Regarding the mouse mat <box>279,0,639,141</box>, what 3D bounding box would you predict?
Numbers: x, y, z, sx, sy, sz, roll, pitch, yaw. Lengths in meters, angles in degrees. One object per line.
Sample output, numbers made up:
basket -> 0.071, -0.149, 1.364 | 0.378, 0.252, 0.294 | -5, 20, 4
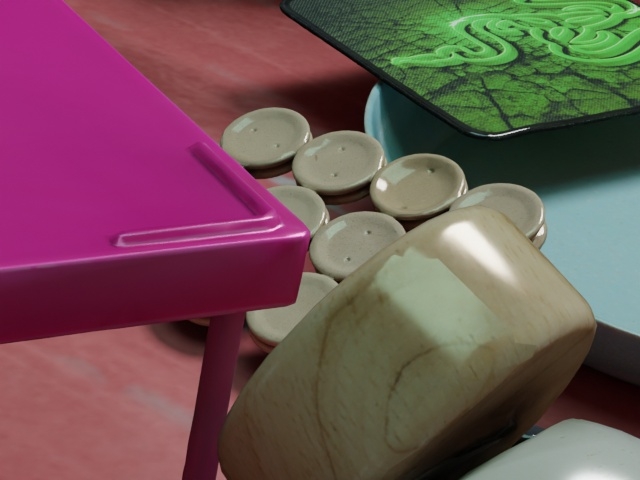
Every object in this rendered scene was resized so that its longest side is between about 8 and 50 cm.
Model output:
mouse mat -> 0.094, -0.091, 0.914 | 0.190, 0.007, 0.152 | -12, 35, -37

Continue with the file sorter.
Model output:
file sorter -> -0.189, 0.044, 0.468 | 0.291, 0.182, 0.202 | -7, 31, -31

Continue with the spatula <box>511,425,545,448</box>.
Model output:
spatula -> 0.041, 0.135, 0.538 | 0.084, 0.030, 0.296 | 11, 28, 6

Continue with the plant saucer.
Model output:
plant saucer -> 0.172, -0.010, 0.840 | 0.318, 0.043, 0.317 | 8, 29, -4

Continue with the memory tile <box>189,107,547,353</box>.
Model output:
memory tile -> 0.000, 0.000, 0.740 | 0.148, 0.012, 0.113 | 20, 51, 33

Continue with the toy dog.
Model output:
toy dog -> -0.024, 0.137, 0.382 | 0.334, 0.161, 0.220 | -15, 59, -19
